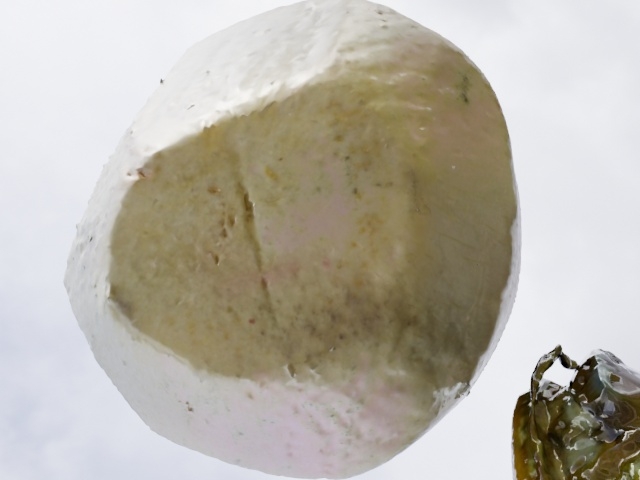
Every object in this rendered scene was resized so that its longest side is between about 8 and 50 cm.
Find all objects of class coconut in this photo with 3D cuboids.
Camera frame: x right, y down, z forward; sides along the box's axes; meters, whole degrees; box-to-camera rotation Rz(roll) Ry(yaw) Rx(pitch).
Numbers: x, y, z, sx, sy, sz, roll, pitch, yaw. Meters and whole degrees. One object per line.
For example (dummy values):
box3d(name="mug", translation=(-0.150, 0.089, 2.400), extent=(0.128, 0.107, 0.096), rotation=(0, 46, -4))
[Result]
box3d(name="coconut", translation=(0.000, 0.000, 0.656), extent=(0.197, 0.237, 0.237), rotation=(20, -119, 14))

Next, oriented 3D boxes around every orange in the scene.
box3d(name="orange", translation=(0.144, 0.116, 0.562), extent=(0.160, 0.112, 0.170), rotation=(30, -152, 20))
